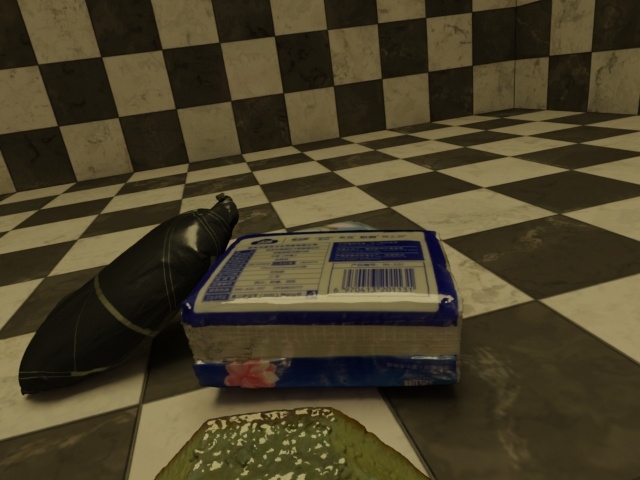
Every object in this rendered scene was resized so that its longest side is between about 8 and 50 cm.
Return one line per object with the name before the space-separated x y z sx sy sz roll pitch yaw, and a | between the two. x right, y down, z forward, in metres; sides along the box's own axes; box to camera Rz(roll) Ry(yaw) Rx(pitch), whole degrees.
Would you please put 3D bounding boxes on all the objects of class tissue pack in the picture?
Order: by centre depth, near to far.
tissue pack | 0.010 0.075 0.504 0.270 0.137 0.209 -2 19 7

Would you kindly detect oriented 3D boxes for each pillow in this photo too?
pillow | -0.237 0.061 0.569 0.335 0.092 0.161 -40 31 -4

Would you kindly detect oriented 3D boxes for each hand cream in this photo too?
hand cream | 0.000 0.000 0.832 0.256 0.055 0.088 -13 20 -33

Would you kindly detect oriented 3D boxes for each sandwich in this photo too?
sandwich | -0.028 0.182 0.294 0.258 0.096 0.094 -9 26 5
